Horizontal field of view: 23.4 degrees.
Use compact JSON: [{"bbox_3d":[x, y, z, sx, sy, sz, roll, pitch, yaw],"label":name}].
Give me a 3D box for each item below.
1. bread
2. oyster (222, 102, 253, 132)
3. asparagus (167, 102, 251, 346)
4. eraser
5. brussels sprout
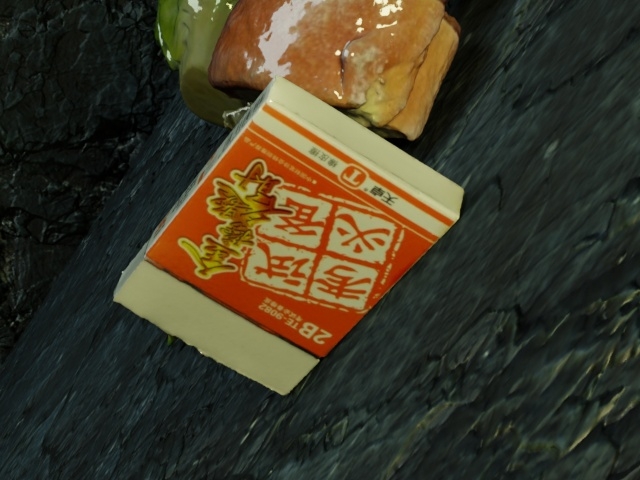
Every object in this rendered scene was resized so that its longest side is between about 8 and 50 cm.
[{"bbox_3d":[0.015,-0.153,1.291,0.244,0.190,0.123,-175,104,-72],"label":"bread"},{"bbox_3d":[0.020,-0.154,1.498,0.233,0.107,0.161,-41,4,-11],"label":"oyster"},{"bbox_3d":[-0.088,-0.038,1.630,0.343,0.085,0.082,-53,37,10],"label":"asparagus"},{"bbox_3d":[-0.028,0.004,1.105,0.230,0.157,0.038,-48,19,37],"label":"eraser"},{"bbox_3d":[-0.086,-0.280,1.895,0.259,0.227,0.294,115,173,-64],"label":"brussels sprout"}]
